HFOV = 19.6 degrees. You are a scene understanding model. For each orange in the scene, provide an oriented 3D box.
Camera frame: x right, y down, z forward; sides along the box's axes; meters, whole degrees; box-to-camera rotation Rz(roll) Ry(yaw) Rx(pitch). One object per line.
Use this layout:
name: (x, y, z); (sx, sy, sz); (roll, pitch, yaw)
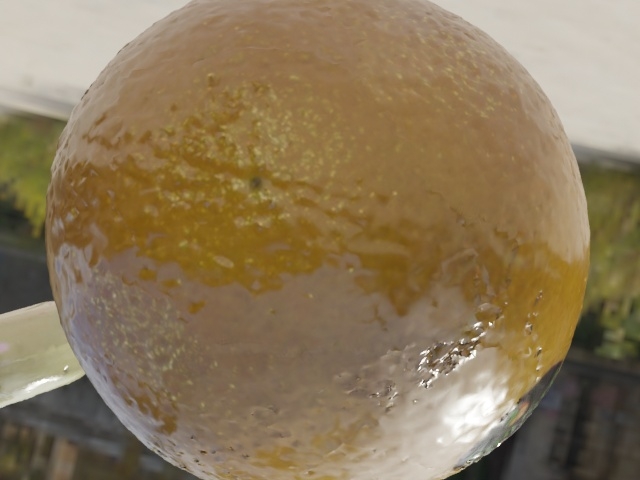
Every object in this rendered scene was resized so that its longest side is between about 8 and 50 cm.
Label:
orange: (0.000, 0.000, 0.915); (0.274, 0.274, 0.274); (13, 177, 1)

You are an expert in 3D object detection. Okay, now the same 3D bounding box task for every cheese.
cheese: (-0.222, 0.086, 1.520); (0.249, 0.070, 0.163); (-16, -178, -21)
